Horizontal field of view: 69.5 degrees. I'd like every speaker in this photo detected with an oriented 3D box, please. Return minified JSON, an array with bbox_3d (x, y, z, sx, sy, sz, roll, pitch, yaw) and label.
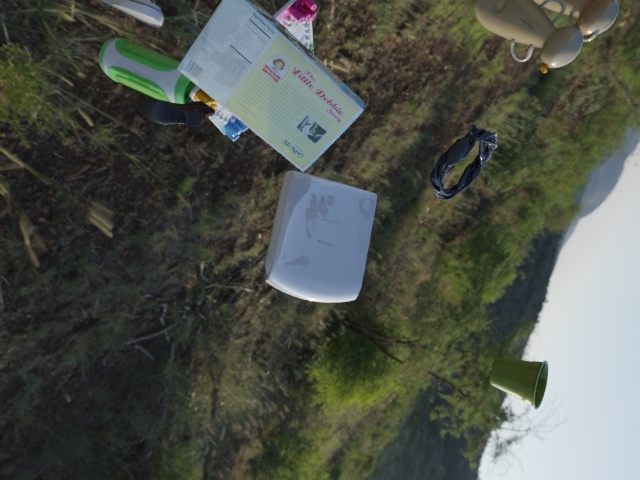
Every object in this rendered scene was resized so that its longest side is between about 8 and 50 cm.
[{"bbox_3d":[-0.466,-0.463,1.284,0.131,0.297,0.131,-56,163,-26],"label":"speaker"}]

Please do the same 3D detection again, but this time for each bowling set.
[{"bbox_3d":[0.357,-0.344,0.564,0.200,0.154,0.287,-4,138,-44],"label":"bowling set"}]

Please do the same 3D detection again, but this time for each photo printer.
[{"bbox_3d":[0.000,0.000,1.175,0.107,0.256,0.307,152,-48,-72],"label":"photo printer"}]

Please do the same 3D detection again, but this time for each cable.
[{"bbox_3d":[0.322,-0.173,1.045,0.151,0.047,0.184,-3,130,-45],"label":"cable"}]

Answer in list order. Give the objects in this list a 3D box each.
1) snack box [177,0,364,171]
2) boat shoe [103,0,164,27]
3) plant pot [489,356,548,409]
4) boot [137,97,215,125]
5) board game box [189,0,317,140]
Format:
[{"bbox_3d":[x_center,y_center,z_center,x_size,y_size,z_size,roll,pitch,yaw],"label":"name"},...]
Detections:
[{"bbox_3d":[-0.092,-0.305,0.907,0.187,0.322,0.060,-42,-158,27],"label":"snack box"},{"bbox_3d":[-0.469,-0.614,1.169,0.096,0.268,0.088,16,105,-48],"label":"boat shoe"},{"bbox_3d":[0.337,0.236,0.790,0.083,0.079,0.083,-12,106,-49],"label":"plant pot"},{"bbox_3d":[-0.239,-0.223,0.779,0.114,0.107,0.037,-94,-159,-64],"label":"boot"},{"bbox_3d":[-0.157,-0.462,1.298,0.390,0.050,0.390,-42,179,0],"label":"board game box"}]
